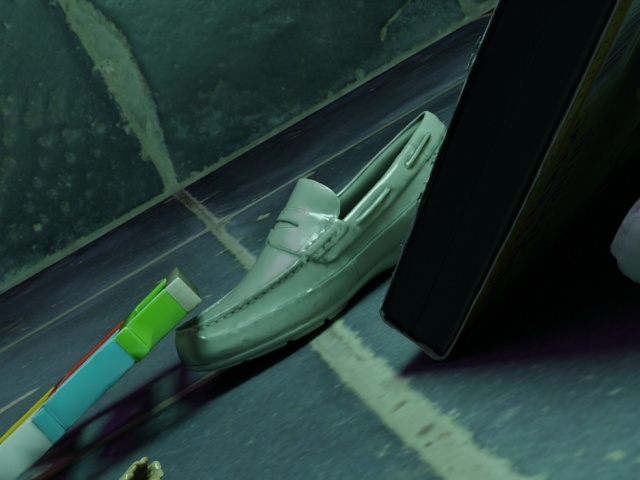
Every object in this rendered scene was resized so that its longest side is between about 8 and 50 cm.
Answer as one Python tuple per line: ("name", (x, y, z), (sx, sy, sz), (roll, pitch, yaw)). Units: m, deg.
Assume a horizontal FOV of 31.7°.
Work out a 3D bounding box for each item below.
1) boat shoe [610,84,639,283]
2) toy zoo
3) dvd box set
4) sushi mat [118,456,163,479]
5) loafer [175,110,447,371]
("boat shoe", (0.238, -0.085, 0.657), (0.302, 0.103, 0.113), (-44, -19, -33))
("toy zoo", (-0.217, 0.138, 0.959), (0.293, 0.030, 0.192), (-44, 6, -4))
("dvd box set", (0.210, -0.137, 0.773), (0.420, 0.062, 0.307), (-40, -23, -41))
("sushi mat", (-0.193, 0.225, 0.508), (0.316, 0.019, 0.151), (-43, 8, 19))
("loafer", (0.000, 0.000, 0.985), (0.319, 0.111, 0.112), (-34, 12, -22))
